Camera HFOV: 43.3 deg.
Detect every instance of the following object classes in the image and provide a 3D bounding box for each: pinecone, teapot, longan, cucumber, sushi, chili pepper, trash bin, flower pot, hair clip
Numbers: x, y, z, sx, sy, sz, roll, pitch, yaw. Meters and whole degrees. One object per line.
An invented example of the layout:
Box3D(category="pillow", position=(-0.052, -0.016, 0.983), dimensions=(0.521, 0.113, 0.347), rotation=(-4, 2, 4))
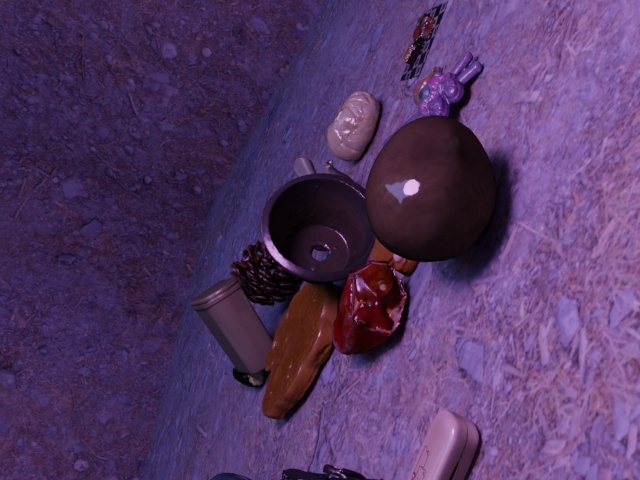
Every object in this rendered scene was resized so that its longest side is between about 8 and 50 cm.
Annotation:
Box3D(category="pinecone", position=(-0.144, 0.082, 2.221), dimensions=(0.179, 0.184, 0.205), rotation=(61, 147, 26))
Box3D(category="teapot", position=(-0.011, -0.094, 2.083), dimensions=(0.220, 0.149, 0.318), rotation=(-67, 17, 0))
Box3D(category="longan", position=(0.178, -0.084, 1.314), dimensions=(0.246, 0.215, 0.246), rotation=(-5, 84, 59))
Box3D(category="cucumber", position=(-0.201, 0.386, 2.287), dimensions=(0.187, 0.058, 0.058), rotation=(-11, 59, 70))
Box3D(category="sushi", position=(0.238, -0.489, 1.976), dimensions=(0.201, 0.031, 0.139), rotation=(-69, 16, -1))
Box3D(category="chili pepper", position=(0.079, 0.161, 1.571), dimensions=(0.144, 0.136, 0.253), rotation=(54, 150, 18))
Box3D(category="trash bin", position=(-0.233, 0.236, 2.206), dimensions=(0.121, 0.247, 0.243), rotation=(-34, 7, -20))
Box3D(category="flower pot", position=(0.000, 0.000, 1.824), dimensions=(0.166, 0.268, 0.269), rotation=(97, -174, -62))
Box3D(category="hair clip", position=(0.220, -0.255, 1.630), dimensions=(0.278, 0.090, 0.137), rotation=(-61, 26, 27))

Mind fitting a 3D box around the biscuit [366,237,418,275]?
Box3D(category="biscuit", position=(0.170, -0.028, 1.589), dimensions=(0.324, 0.049, 0.206), rotation=(-29, 41, 64))

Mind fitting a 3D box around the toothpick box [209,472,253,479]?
Box3D(category="toothpick box", position=(-0.197, 0.603, 1.869), dimensions=(0.184, 0.120, 0.120), rotation=(-30, 41, 63))

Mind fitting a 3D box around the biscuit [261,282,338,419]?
Box3D(category="biscuit", position=(-0.049, 0.251, 1.936), dimensions=(0.351, 0.057, 0.312), rotation=(-63, 16, 16))

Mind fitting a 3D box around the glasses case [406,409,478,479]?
Box3D(category="glasses case", position=(0.160, 0.337, 1.134), dimensions=(0.083, 0.050, 0.196), rotation=(-143, 75, -76))

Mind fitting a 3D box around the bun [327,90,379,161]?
Box3D(category="bun", position=(0.081, -0.304, 2.119), dimensions=(0.164, 0.111, 0.188), rotation=(-85, 19, -53))

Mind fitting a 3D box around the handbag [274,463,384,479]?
Box3D(category="handbag", position=(0.007, 0.448, 1.275), dimensions=(0.254, 0.181, 0.182), rotation=(-23, 50, 65))
